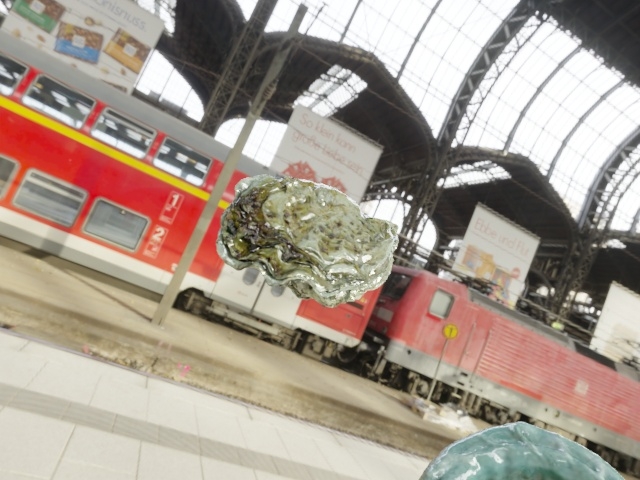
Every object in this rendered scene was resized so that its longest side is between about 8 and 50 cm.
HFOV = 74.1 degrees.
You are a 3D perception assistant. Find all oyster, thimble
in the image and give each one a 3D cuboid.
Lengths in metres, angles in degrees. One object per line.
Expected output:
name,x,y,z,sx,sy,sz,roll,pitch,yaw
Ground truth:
oyster,0.000,0.000,0.366,0.177,0.125,0.064,18,-33,-25
thimble,0.177,0.294,0.360,0.198,0.235,0.143,5,-56,29
